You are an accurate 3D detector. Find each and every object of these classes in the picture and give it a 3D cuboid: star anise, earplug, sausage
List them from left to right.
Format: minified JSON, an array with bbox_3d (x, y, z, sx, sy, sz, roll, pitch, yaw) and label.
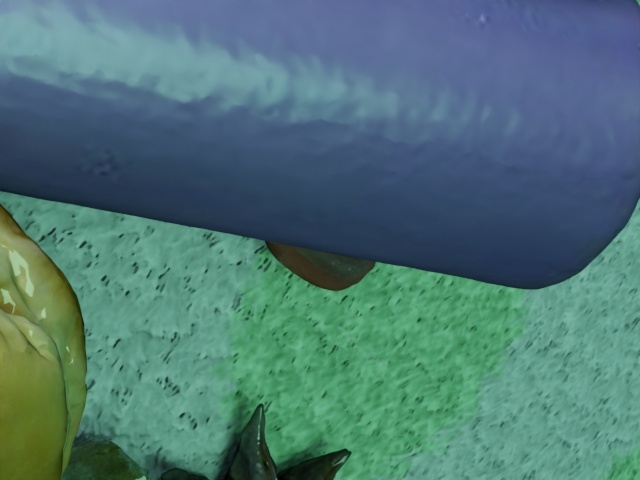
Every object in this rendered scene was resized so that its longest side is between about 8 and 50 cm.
[{"bbox_3d":[-0.041,-0.099,0.651,0.455,0.215,0.215,7,105,-30],"label":"earplug"},{"bbox_3d":[-0.048,0.214,0.853,0.204,0.061,0.181,26,86,-39],"label":"star anise"},{"bbox_3d":[0.000,0.000,0.800,0.094,0.054,0.059,35,90,-36],"label":"sausage"}]

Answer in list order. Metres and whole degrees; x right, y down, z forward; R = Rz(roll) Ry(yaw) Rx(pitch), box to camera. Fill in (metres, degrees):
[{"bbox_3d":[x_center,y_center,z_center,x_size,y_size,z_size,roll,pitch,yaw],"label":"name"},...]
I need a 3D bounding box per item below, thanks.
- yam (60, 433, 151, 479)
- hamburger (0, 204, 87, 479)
[{"bbox_3d":[-0.197,0.189,0.746,0.179,0.078,0.078,-26,121,-21],"label":"yam"},{"bbox_3d":[-0.275,0.086,0.558,0.304,0.174,0.284,19,127,-15],"label":"hamburger"}]
